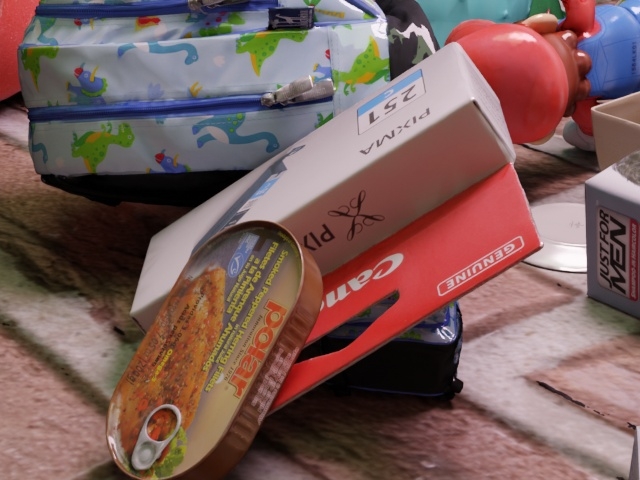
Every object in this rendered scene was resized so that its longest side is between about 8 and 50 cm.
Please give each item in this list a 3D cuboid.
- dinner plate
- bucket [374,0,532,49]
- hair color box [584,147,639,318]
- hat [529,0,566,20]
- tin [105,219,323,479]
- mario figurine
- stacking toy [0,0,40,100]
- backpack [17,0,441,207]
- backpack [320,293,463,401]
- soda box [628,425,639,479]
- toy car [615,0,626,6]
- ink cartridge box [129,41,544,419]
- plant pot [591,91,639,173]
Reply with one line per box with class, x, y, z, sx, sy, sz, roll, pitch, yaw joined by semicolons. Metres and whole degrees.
dinner plate;0.225;-0.008;1.257;0.141;0.017;0.141;1;26;-1
bucket;0.101;-0.247;1.533;0.281;0.183;0.281;4;17;-1
hair color box;0.401;0.021;1.052;0.185;0.114;0.374;-29;36;-32
hat;0.256;-0.370;1.834;0.173;0.183;0.208;3;25;7
tin;-0.067;0.076;0.921;0.106;0.040;0.190;15;71;45
mario figurine;0.236;-0.190;1.381;0.320;0.198;0.170;-16;-11;-30
stacking toy;-0.344;-0.266;1.580;0.480;0.351;0.350;5;17;-40
backpack;-0.081;-0.133;1.224;0.355;0.273;0.290;-17;10;2
backpack;0.054;0.054;1.038;0.105;0.084;0.114;2;25;4
soda box;0.204;0.207;0.702;0.098;0.091;0.286;5;25;9
toy car;0.392;-0.248;1.657;0.136;0.159;0.182;47;40;9
ink cartridge box;0.000;0.000;0.993;0.296;0.066;0.261;-32;22;14
plant pot;0.320;-0.075;1.304;0.109;0.096;0.109;-20;32;-36
